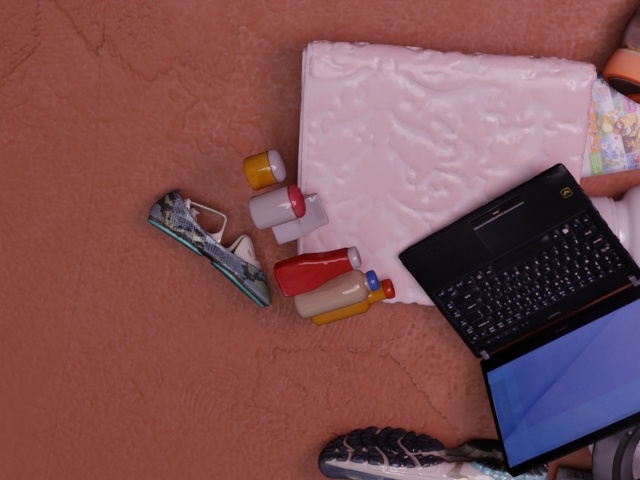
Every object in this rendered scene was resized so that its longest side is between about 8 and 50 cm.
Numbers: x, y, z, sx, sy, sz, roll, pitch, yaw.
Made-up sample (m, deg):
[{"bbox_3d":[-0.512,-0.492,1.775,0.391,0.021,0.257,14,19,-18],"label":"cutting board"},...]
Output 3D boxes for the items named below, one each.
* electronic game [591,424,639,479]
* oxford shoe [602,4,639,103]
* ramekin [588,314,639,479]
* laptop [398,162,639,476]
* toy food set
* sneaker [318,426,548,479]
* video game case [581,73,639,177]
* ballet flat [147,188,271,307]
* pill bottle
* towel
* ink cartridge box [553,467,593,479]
[{"bbox_3d":[0.422,0.253,1.421,0.229,0.048,0.229,2,107,8],"label":"electronic game"},{"bbox_3d":[0.510,-0.167,1.438,0.364,0.130,0.132,25,88,-7],"label":"oxford shoe"},{"bbox_3d":[0.443,0.185,1.501,0.277,0.135,0.277,1,100,3],"label":"ramekin"},{"bbox_3d":[0.241,0.093,1.421,0.234,0.136,0.264,-31,106,28],"label":"laptop"},{"bbox_3d":[0.000,0.000,1.446,0.104,0.111,0.232,-17,111,13],"label":"toy food set"},{"bbox_3d":[0.134,0.312,1.561,0.283,0.110,0.122,8,104,3],"label":"sneaker"},{"bbox_3d":[0.321,-0.136,1.509,0.166,0.015,0.119,-9,99,6],"label":"video game case"},{"bbox_3d":[-0.122,0.005,1.544,0.188,0.070,0.070,38,101,-7],"label":"ballet flat"},{"bbox_3d":[0.419,-0.007,1.473,0.216,0.121,0.121,0,101,4],"label":"pill bottle"},{"bbox_3d":[0.138,-0.071,1.488,0.332,0.053,0.317,4,113,4],"label":"towel"},{"bbox_3d":[0.352,0.380,1.602,0.145,0.045,0.179,10,119,1],"label":"ink cartridge box"}]
